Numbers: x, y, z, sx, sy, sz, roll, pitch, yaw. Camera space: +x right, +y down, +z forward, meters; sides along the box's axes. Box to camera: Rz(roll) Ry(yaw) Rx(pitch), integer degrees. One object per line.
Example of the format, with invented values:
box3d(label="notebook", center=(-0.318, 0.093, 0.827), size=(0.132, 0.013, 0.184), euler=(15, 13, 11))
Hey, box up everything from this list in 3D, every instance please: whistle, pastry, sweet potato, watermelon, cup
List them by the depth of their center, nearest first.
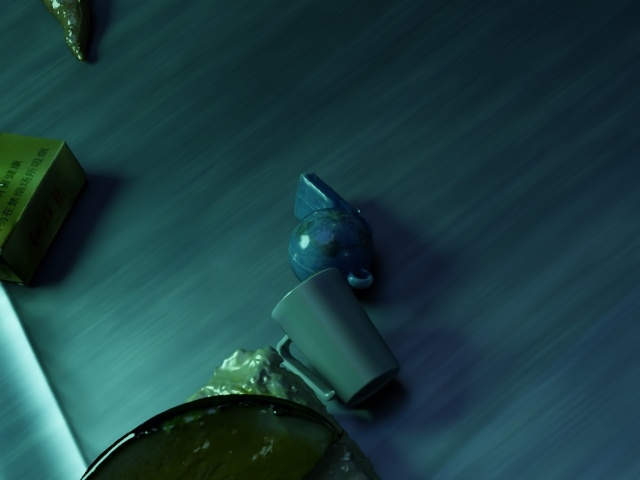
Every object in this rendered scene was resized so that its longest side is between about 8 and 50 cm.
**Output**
box3d(label="watermelon", center=(-0.126, 0.216, 1.304), size=(0.301, 0.123, 0.129), euler=(-39, 80, 3))
box3d(label="pastry", center=(-0.019, 0.200, 1.345), size=(0.121, 0.089, 0.258), euler=(-39, 49, -8))
box3d(label="cup", center=(0.006, 0.096, 1.422), size=(0.104, 0.074, 0.116), euler=(-46, 73, 33))
box3d(label="whistle", center=(0.000, 0.000, 1.502), size=(0.090, 0.090, 0.158), euler=(-38, 50, -12))
box3d(label="sweet potato", center=(-0.310, -0.299, 1.870), size=(0.068, 0.068, 0.226), euler=(-23, 49, 2))

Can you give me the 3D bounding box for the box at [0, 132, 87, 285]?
box3d(label="box", center=(-0.392, -0.043, 1.691), size=(0.240, 0.071, 0.159), euler=(8, 59, 26))
